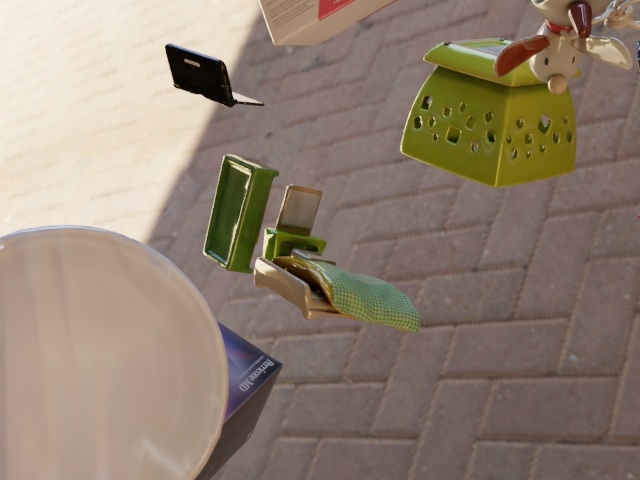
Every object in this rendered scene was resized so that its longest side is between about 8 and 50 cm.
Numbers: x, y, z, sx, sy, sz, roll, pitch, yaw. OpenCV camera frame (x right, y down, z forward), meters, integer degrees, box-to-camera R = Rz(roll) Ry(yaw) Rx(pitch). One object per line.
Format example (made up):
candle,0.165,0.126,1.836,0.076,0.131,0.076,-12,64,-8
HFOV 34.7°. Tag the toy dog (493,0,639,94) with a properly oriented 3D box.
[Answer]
toy dog,0.318,-0.268,1.288,0.220,0.333,0.161,-10,66,27

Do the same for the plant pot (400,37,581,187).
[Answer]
plant pot,0.298,-0.228,1.748,0.227,0.228,0.207,27,120,42

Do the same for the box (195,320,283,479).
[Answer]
box,-0.264,0.234,1.569,0.296,0.294,0.183,-40,-20,-57

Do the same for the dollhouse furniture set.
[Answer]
dollhouse furniture set,0.000,0.000,1.407,0.301,0.197,0.151,28,105,54

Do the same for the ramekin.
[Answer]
ramekin,-0.226,0.123,0.910,0.273,0.272,0.127,-59,11,-12

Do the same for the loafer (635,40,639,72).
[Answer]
loafer,0.363,-0.117,1.060,0.078,0.080,0.220,-24,75,56

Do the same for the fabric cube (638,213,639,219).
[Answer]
fabric cube,0.754,-0.034,1.778,0.259,0.254,0.258,18,61,45

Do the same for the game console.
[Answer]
game console,-0.152,-0.238,1.477,0.122,0.107,0.071,23,49,34

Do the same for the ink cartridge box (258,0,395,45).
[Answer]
ink cartridge box,-0.011,-0.391,1.304,0.172,0.100,0.237,-22,86,37
